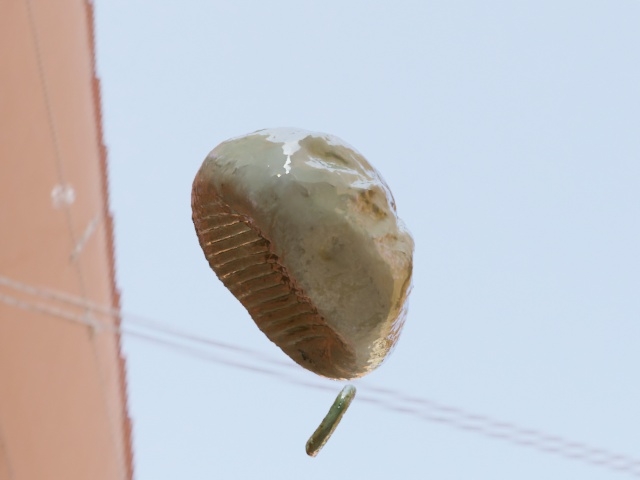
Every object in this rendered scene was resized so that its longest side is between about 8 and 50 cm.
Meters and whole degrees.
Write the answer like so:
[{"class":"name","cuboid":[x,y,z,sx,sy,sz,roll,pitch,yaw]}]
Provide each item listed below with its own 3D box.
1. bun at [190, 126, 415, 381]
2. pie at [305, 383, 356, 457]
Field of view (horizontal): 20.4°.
[{"class":"bun","cuboid":[0.000,0.000,1.395,0.231,0.133,0.231,44,-23,24]},{"class":"pie","cuboid":[0.009,0.179,1.756,0.017,0.085,0.085,34,-51,2]}]
